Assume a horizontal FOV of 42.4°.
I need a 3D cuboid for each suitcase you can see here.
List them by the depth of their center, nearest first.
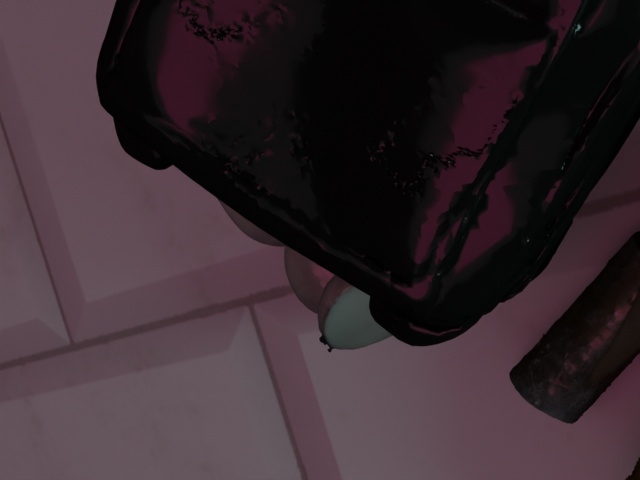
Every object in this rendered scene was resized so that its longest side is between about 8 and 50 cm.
[{"bbox_3d":[0.047,-0.147,0.548,0.345,0.188,0.339,34,111,22],"label":"suitcase"}]

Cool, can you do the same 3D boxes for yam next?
[{"bbox_3d":[0.226,0.074,0.660,0.068,0.068,0.169,42,119,17],"label":"yam"}]

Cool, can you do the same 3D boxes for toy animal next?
[{"bbox_3d":[0.000,0.003,0.771,0.103,0.131,0.221,-40,51,3],"label":"toy animal"}]

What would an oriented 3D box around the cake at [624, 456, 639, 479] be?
[{"bbox_3d":[0.281,0.123,0.597,0.112,0.116,0.295,12,113,28],"label":"cake"}]
